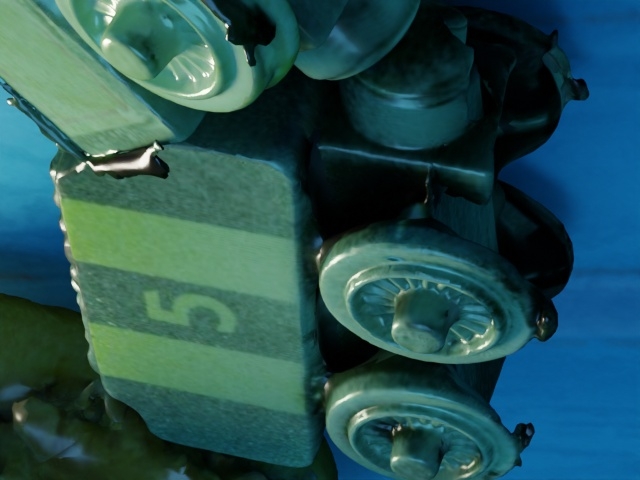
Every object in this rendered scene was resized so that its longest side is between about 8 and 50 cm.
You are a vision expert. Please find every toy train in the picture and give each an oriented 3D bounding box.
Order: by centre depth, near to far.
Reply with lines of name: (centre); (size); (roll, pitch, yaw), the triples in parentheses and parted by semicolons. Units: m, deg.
toy train: (-0.088, -0.150, 0.640); (0.272, 0.159, 0.188); (43, 153, -27)
toy train: (0.000, 0.000, 0.854); (0.238, 0.167, 0.299); (10, 144, 10)

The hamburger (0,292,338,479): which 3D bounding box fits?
hamburger: (-0.115, 0.204, 1.068); (0.287, 0.268, 0.445); (-12, 138, 27)
